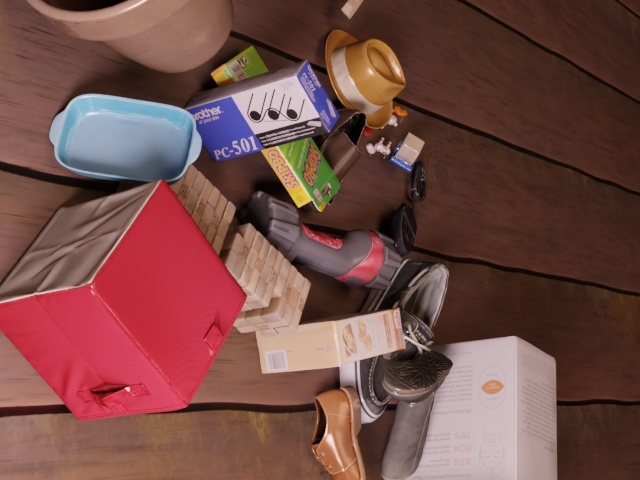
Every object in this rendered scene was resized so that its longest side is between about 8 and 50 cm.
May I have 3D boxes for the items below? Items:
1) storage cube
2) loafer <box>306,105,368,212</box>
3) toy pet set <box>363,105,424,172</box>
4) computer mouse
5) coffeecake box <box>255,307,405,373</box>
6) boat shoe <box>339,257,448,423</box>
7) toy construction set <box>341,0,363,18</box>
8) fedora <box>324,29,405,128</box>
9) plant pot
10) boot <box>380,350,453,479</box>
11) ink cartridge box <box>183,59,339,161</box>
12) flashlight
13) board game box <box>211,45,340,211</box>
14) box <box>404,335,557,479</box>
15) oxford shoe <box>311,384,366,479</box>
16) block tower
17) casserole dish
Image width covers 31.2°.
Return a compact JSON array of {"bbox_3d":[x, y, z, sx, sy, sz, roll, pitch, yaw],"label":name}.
[{"bbox_3d":[-0.235,0.073,1.345,0.193,0.184,0.215,57,40,-27],"label":"storage cube"},{"bbox_3d":[0.022,-0.142,1.867,0.080,0.078,0.220,47,45,-37],"label":"loafer"},{"bbox_3d":[0.127,-0.179,2.069,0.114,0.065,0.122,32,43,-3],"label":"toy pet set"},{"bbox_3d":[0.153,-0.060,2.079,0.242,0.041,0.071,-70,144,-47],"label":"computer mouse"},{"bbox_3d":[0.018,0.149,1.722,0.185,0.142,0.068,-6,86,-55],"label":"coffeecake box"},{"bbox_3d":[0.127,0.151,1.899,0.121,0.119,0.335,52,43,-34],"label":"boat shoe"},{"bbox_3d":[0.014,-0.491,1.877,0.237,0.257,0.309,-57,139,-25],"label":"toy construction set"},{"bbox_3d":[0.087,-0.289,1.987,0.194,0.079,0.194,32,48,-43],"label":"fedora"},{"bbox_3d":[-0.220,-0.329,1.460,0.229,0.263,0.263,54,38,-60],"label":"plant pot"},{"bbox_3d":[0.131,0.291,1.836,0.190,0.076,0.208,-8,127,-53],"label":"boot"},{"bbox_3d":[-0.085,-0.179,1.611,0.097,0.207,0.046,58,40,-27],"label":"ink cartridge box"},{"bbox_3d":[0.000,0.000,1.786,0.304,0.103,0.103,24,99,-46],"label":"flashlight"},{"bbox_3d":[-0.062,-0.164,1.730,0.259,0.039,0.124,55,26,-9],"label":"board game box"},{"bbox_3d":[0.276,0.359,1.969,0.168,0.215,0.345,29,58,-48],"label":"box"},{"bbox_3d":[0.023,0.333,1.761,0.076,0.076,0.212,-6,87,-26],"label":"oxford shoe"},{"bbox_3d":[-0.150,0.008,1.568,0.335,0.091,0.097,48,44,-36],"label":"block tower"},{"bbox_3d":[-0.242,-0.121,1.434,0.037,0.188,0.114,98,0,-64],"label":"casserole dish"}]
